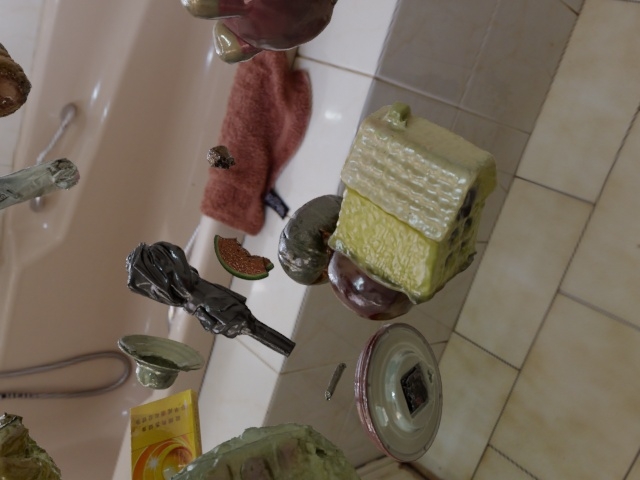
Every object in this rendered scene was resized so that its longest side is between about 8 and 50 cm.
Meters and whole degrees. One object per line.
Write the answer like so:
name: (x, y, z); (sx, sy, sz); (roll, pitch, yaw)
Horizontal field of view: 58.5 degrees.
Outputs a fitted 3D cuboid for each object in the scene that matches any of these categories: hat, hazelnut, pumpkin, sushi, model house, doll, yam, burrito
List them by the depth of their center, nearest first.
doll: (-0.066, -0.309, 0.534); (0.196, 0.152, 0.255); (2, 92, 61)
model house: (0.131, -0.063, 0.815); (0.193, 0.175, 0.234); (35, 145, 27)
burrito: (-0.512, -0.088, 0.967); (0.064, 0.203, 0.064); (160, 90, -76)
sushi: (-0.211, -0.173, 1.216); (0.050, 0.099, 0.047); (-36, 86, 17)
hazelnut: (0.122, 0.062, 1.217); (0.229, 0.229, 0.229); (-2, 88, 43)
pumpkin: (-0.001, -0.002, 1.390); (0.159, 0.238, 0.238); (44, 117, 28)
yam: (0.040, 0.389, 1.584); (0.027, 0.129, 0.033); (38, 124, -2)
hat: (-0.454, 0.356, 1.594); (0.252, 0.252, 0.110); (22, 94, 41)

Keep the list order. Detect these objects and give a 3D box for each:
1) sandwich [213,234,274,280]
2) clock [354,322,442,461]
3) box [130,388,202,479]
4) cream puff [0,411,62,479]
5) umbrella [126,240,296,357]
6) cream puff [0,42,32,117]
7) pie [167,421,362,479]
sandwich: (-0.162, 0.037, 1.145); (0.067, 0.135, 0.029); (-53, 10, 7)
clock: (0.200, 0.351, 1.342); (0.080, 0.318, 0.318); (-16, 78, 41)
box: (-0.316, 0.457, 1.177); (0.152, 0.043, 0.269); (-19, 55, 8)
cream puff: (-0.661, 0.509, 1.126); (0.323, 0.274, 0.269); (-24, 91, 63)
umbrella: (-0.196, 0.114, 1.036); (0.340, 0.118, 0.118); (30, 115, -3)
cream puff: (-0.771, -0.388, 1.296); (0.183, 0.183, 0.169); (-44, 66, 33)
pie: (-0.069, 0.330, 0.592); (0.306, 0.306, 0.071); (34, 146, 38)
